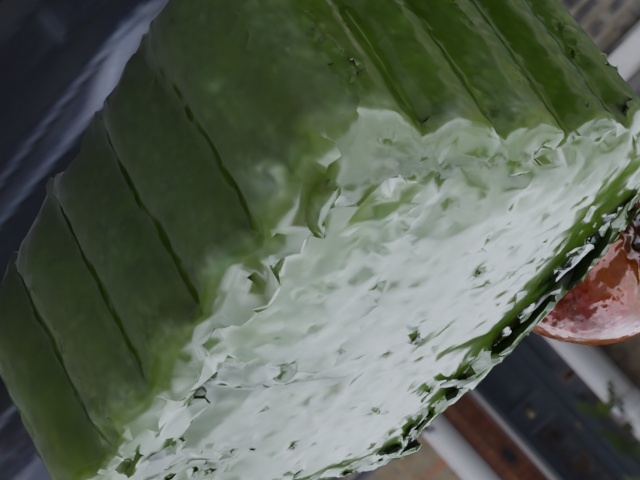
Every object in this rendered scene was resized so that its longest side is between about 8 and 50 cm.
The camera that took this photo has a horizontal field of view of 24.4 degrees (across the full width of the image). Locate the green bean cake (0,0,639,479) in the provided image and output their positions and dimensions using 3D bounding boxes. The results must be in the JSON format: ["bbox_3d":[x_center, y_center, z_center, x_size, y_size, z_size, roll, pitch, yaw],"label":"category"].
[{"bbox_3d":[0.000,0.000,0.540,0.200,0.113,0.214,-6,141,-45],"label":"green bean cake"}]

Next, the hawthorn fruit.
[{"bbox_3d":[0.222,-0.003,1.319,0.207,0.207,0.243,-39,-172,-19],"label":"hawthorn fruit"}]
